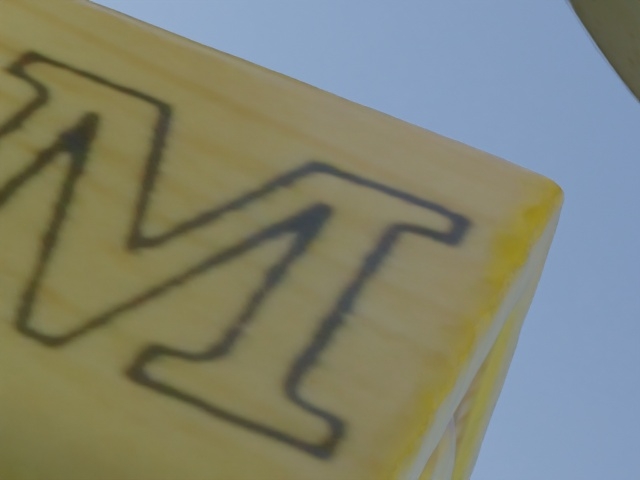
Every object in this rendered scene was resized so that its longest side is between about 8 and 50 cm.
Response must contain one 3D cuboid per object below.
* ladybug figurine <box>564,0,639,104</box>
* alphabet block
[{"bbox_3d":[0.245,-0.099,0.315,0.162,0.449,0.305,-127,-144,-78],"label":"ladybug figurine"},{"bbox_3d":[-0.072,0.062,0.477,0.193,0.197,0.192,-52,160,-54],"label":"alphabet block"}]
